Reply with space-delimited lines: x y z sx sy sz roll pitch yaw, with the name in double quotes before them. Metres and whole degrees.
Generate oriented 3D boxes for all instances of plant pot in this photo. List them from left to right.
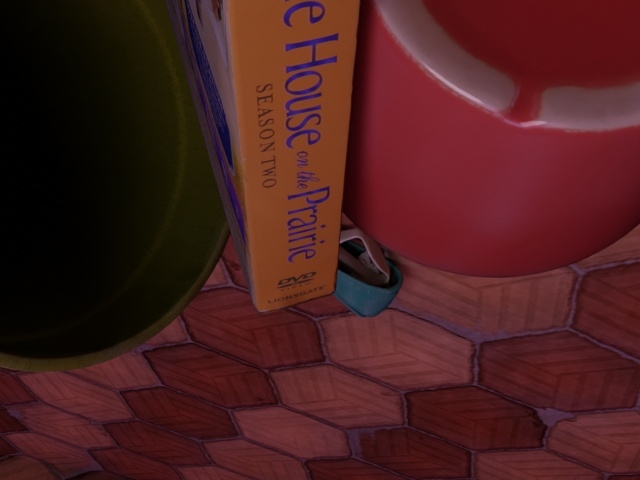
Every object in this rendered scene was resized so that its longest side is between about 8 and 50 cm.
"plant pot" -0.315 -0.092 0.756 0.353 0.366 0.366 2 147 39
"plant pot" 0.114 -0.121 0.488 0.275 0.275 0.243 13 173 4

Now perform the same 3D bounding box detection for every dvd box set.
"dvd box set" -0.053 -0.186 0.459 0.062 0.307 0.420 -14 151 -9

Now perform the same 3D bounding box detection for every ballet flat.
"ballet flat" 0.000 0.000 0.988 0.247 0.083 0.087 34 119 -28
